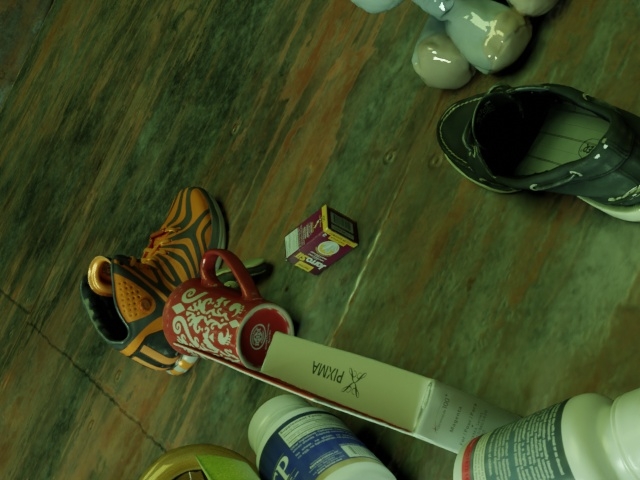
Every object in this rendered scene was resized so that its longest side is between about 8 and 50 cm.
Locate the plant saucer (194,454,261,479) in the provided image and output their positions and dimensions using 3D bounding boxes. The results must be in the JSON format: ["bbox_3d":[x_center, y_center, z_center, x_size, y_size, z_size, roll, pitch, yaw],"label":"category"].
[{"bbox_3d":[-0.046,0.313,1.012,0.045,0.188,0.188,-31,18,-13],"label":"plant saucer"}]

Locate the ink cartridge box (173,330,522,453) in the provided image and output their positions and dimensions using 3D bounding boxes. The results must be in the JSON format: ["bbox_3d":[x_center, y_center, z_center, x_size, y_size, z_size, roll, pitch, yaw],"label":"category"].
[{"bbox_3d":[0.019,0.137,0.978,0.275,0.239,0.060,9,75,56],"label":"ink cartridge box"}]

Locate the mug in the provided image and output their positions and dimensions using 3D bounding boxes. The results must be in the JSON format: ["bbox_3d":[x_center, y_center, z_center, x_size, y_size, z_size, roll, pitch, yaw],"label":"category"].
[{"bbox_3d":[-0.126,0.100,1.305,0.113,0.150,0.169,-34,26,-29],"label":"mug"}]

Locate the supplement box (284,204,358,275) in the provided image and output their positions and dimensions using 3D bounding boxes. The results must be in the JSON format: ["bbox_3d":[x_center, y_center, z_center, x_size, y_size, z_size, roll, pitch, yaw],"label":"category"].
[{"bbox_3d":[0.000,0.000,1.273,0.083,0.055,0.043,-38,40,35],"label":"supplement box"}]

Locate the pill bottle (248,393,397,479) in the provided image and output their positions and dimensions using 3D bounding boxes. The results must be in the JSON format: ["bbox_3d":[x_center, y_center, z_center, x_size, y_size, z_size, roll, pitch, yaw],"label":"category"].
[{"bbox_3d":[-0.005,0.243,1.051,0.112,0.112,0.187,-60,32,4],"label":"pill bottle"}]

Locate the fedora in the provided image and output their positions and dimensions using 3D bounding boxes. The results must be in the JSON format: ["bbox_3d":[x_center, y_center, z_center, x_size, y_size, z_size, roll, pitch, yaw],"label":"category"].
[{"bbox_3d":[-0.135,0.334,1.158,0.079,0.194,0.194,93,-160,-83],"label":"fedora"}]

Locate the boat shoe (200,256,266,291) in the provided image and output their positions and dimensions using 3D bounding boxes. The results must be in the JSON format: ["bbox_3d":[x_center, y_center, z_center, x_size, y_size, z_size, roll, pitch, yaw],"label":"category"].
[{"bbox_3d":[-0.125,0.058,1.418,0.137,0.049,0.043,-19,92,40],"label":"boat shoe"}]

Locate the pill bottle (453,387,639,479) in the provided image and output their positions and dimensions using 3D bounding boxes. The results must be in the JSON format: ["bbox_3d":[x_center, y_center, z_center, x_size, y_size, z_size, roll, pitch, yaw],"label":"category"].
[{"bbox_3d":[0.208,0.185,0.802,0.180,0.108,0.108,-34,42,38],"label":"pill bottle"}]

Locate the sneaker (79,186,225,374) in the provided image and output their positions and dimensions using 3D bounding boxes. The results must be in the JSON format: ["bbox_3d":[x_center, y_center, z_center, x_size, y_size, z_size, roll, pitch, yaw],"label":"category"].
[{"bbox_3d":[-0.251,0.030,1.483,0.125,0.180,0.321,-31,44,39],"label":"sneaker"}]

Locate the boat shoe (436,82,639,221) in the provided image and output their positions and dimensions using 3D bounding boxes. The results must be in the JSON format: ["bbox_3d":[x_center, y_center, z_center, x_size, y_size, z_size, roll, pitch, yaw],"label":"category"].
[{"bbox_3d":[0.208,-0.108,1.008,0.127,0.113,0.340,-60,33,5],"label":"boat shoe"}]

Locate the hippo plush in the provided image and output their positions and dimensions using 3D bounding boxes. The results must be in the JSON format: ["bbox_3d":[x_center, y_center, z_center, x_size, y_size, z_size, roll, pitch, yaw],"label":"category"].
[{"bbox_3d":[0.139,-0.353,1.165,0.234,0.237,0.294,-32,44,39],"label":"hippo plush"}]
